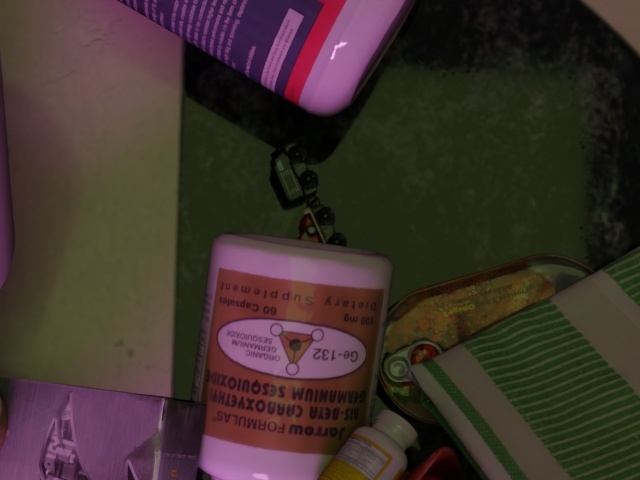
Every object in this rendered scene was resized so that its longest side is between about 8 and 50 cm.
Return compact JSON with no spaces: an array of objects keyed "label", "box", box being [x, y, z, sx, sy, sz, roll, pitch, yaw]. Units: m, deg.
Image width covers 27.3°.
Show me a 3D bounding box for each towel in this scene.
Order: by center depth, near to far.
[{"label":"towel","box":[0.250,0.086,0.898,0.325,0.038,0.248,-28,40,-9]}]

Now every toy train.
[{"label":"toy train","box":[0.000,0.000,1.010,0.036,0.027,0.158,-24,84,-3]}]

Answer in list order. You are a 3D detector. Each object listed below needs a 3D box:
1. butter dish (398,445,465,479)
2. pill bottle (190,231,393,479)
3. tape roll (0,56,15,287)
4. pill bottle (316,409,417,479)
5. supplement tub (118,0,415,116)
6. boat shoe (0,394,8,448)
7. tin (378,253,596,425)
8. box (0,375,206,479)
[{"label":"butter dish","box":[0.078,0.241,0.905,0.118,0.160,0.160,38,81,22]},{"label":"pill bottle","box":[-0.027,0.115,0.935,0.131,0.131,0.229,8,92,-2]},{"label":"tape roll","box":[-0.326,-0.054,0.856,0.246,0.169,0.246,4,42,-4]},{"label":"pill bottle","box":[0.028,0.153,0.872,0.043,0.043,0.083,39,69,2]},{"label":"supplement tub","box":[-0.057,-0.231,0.954,0.272,0.191,0.191,30,82,1]},{"label":"boat shoe","box":[-0.334,0.062,0.911,0.285,0.089,0.104,31,88,26]},{"label":"tin","box":[0.132,0.077,1.003,0.189,0.040,0.106,-15,80,-6]},{"label":"box","box":[-0.199,0.187,0.906,0.231,0.056,0.183,4,82,27]}]
